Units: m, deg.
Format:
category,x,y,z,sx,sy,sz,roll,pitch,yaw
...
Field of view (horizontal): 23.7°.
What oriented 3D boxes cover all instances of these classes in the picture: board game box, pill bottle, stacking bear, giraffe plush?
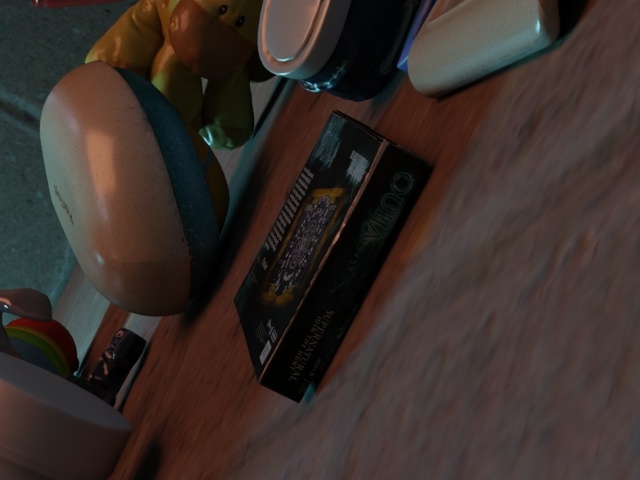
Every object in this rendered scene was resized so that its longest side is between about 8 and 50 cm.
category,x,y,z,sx,sy,sz,roll,pitch,yaw
board game box,0.000,0.000,0.769,0.126,0.026,0.186,-62,10,5
pill bottle,-0.248,0.231,1.019,0.301,0.169,0.169,-63,10,0
stacking bear,-0.371,0.176,1.828,0.164,0.175,0.289,-62,3,16
giraffe plush,-0.086,-0.189,1.307,0.170,0.181,0.210,-177,96,-66

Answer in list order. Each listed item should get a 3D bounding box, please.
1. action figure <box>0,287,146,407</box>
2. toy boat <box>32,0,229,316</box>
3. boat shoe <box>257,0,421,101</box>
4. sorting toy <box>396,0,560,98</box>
category,x,y,z,sx,sy,sz,roll,pitch,yaw
action figure,-0.287,0.156,1.259,0.330,0.179,0.341,102,-166,-53
toy boat,-0.136,-0.098,1.189,0.267,0.148,0.318,-127,28,-53
boat shoe,0.045,-0.202,0.862,0.095,0.079,0.254,21,94,51
sorting toy,0.094,-0.167,0.665,0.196,0.047,0.348,-65,11,-8
